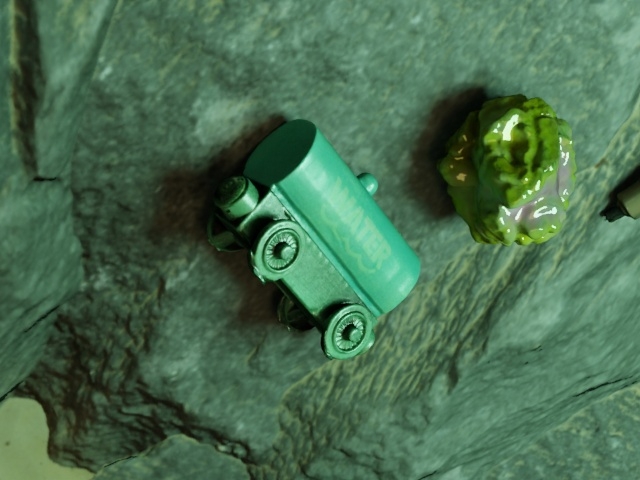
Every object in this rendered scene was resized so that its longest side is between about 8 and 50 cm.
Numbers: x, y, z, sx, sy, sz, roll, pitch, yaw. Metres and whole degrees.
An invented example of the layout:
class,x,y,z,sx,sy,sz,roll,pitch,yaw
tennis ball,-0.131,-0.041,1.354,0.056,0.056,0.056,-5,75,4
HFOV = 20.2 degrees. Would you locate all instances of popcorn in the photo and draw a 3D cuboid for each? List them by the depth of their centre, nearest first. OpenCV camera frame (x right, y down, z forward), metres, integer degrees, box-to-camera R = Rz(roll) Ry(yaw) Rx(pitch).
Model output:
class,x,y,z,sx,sy,sz,roll,pitch,yaw
popcorn,0.185,-0.066,1.718,0.125,0.126,0.145,-20,98,-35

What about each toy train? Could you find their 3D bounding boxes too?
class,x,y,z,sx,sy,sz,roll,pitch,yaw
toy train,0.000,0.000,1.672,0.159,0.101,0.248,-51,131,-12

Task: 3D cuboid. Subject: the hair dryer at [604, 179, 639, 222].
class,x,y,z,sx,sy,sz,roll,pitch,yaw
hair dryer,0.372,-0.065,1.847,0.181,0.117,0.064,-35,132,17
